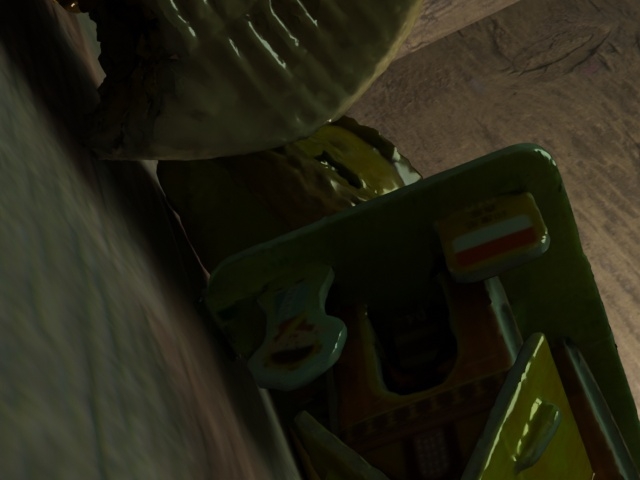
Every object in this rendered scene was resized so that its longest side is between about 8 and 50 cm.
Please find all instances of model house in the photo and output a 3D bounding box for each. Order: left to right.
[{"bbox_3d":[0.146,0.152,0.407,0.323,0.340,0.300,-95,161,-56],"label":"model house"}]

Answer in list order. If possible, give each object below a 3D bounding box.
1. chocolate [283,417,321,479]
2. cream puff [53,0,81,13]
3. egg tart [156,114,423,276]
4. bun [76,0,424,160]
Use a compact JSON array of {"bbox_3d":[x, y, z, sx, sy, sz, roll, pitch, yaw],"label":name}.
[{"bbox_3d":[0.021,0.195,0.759,0.085,0.086,0.219,65,4,-55],"label":"chocolate"},{"bbox_3d":[-0.179,-0.199,0.614,0.058,0.083,0.083,-13,88,-49],"label":"cream puff"},{"bbox_3d":[0.000,0.000,0.658,0.294,0.123,0.294,42,-23,23],"label":"egg tart"},{"bbox_3d":[-0.067,-0.200,0.508,0.281,0.282,0.205,64,-8,-33],"label":"bun"}]
